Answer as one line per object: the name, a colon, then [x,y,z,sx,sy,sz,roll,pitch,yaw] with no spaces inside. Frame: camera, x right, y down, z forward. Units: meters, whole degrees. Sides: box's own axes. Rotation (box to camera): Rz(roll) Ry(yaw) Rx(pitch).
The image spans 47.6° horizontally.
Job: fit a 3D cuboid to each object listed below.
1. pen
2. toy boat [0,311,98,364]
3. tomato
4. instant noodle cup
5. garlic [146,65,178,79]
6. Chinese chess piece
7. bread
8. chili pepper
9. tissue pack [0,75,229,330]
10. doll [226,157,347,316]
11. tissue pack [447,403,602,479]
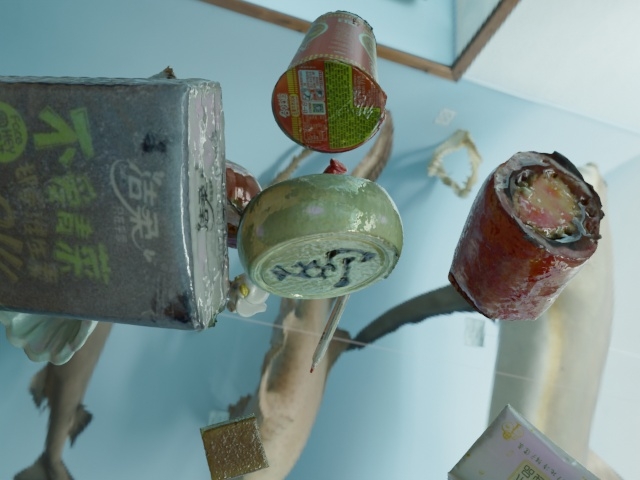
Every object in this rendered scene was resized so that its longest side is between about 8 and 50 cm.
pen: [0.021,0.208,1.695,0.218,0.026,0.026,-66,-167,-4]
toy boat: [-0.400,0.043,1.127,0.100,0.199,0.290,-21,125,-67]
tomato: [-0.193,-0.086,1.343,0.199,0.228,0.112,-4,-132,43]
instant noodle cup: [0.027,-0.287,1.249,0.193,0.193,0.212,118,-12,-45]
garlic: [-0.350,-0.205,1.251,0.148,0.266,0.128,8,-60,69]
Chinese chess piece: [0.000,0.000,1.090,0.250,0.250,0.101,125,-35,-55]
bread: [-0.139,0.336,1.174,0.035,0.094,0.090,150,-73,-76]
chili pepper: [0.396,0.008,1.422,0.251,0.229,0.305,47,-29,25]
tissue pack: [-0.311,-0.051,0.866,0.124,0.394,0.288,-51,143,-67]
doll: [-0.062,0.015,1.465,0.384,0.099,0.188,-48,-130,19]
tissue pack: [0.371,0.446,1.318,0.185,0.225,0.124,-42,154,-19]
